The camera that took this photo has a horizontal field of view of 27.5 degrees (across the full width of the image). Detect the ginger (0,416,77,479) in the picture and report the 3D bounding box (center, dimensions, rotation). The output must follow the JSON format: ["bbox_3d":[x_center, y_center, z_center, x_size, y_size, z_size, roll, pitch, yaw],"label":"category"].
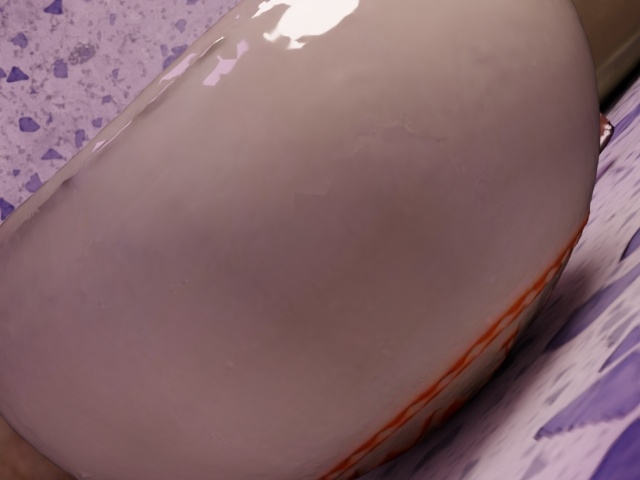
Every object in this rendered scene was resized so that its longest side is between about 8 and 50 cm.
[{"bbox_3d":[-0.147,0.135,0.536,0.221,0.130,0.275,-24,-48,-73],"label":"ginger"}]

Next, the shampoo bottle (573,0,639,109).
[{"bbox_3d":[0.086,-0.049,0.782,0.350,0.084,0.125,-46,-1,-20],"label":"shampoo bottle"}]

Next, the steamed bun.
[{"bbox_3d":[0.000,0.000,0.439,0.232,0.145,0.232,-41,6,5],"label":"steamed bun"}]

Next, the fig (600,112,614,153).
[{"bbox_3d":[0.038,0.003,0.606,0.201,0.146,0.133,-6,39,14],"label":"fig"}]
